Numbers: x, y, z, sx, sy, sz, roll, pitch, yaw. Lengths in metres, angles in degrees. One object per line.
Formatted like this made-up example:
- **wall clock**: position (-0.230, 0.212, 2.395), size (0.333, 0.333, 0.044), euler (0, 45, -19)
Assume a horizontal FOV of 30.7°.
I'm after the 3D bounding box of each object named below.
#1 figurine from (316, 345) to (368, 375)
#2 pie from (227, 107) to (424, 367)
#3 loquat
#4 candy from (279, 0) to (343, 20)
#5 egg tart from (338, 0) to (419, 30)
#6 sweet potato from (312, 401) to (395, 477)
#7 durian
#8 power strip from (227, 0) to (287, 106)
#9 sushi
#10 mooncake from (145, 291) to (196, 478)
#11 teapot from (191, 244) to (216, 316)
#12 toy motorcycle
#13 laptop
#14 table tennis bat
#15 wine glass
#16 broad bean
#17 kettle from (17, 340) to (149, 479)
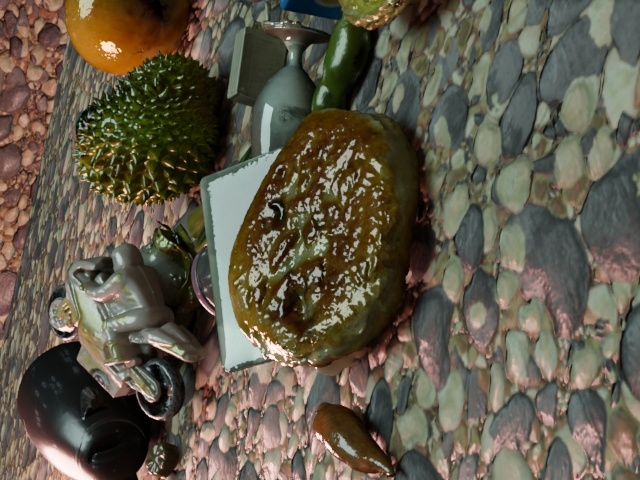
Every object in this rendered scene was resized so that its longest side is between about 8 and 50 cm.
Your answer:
- **figurine**: position (0.026, 0.119, 1.351), size (0.083, 0.047, 0.050), euler (-42, 27, 44)
- **pie**: position (0.000, 0.000, 1.331), size (0.315, 0.092, 0.315), euler (-26, 54, 42)
- **loquat**: position (-0.380, -0.452, 2.262), size (0.263, 0.263, 0.263), euler (-40, 44, 55)
- **candy**: position (0.036, -0.443, 1.491), size (0.306, 0.100, 0.157), euler (126, 143, -46)
- **egg tart**: position (0.090, -0.339, 1.339), size (0.212, 0.090, 0.212), euler (-29, 57, 57)
- **sweet potato**: position (0.034, 0.220, 1.271), size (0.195, 0.056, 0.056), euler (34, 111, 62)
- **durian**: position (-0.281, -0.178, 1.975), size (0.291, 0.224, 0.291), euler (-44, 8, 8)
- **power strip**: position (-0.091, -0.279, 1.749), size (0.042, 0.075, 0.175), euler (-17, 63, 63)
- **sushi**: position (-0.275, 0.114, 1.927), size (0.291, 0.131, 0.139), euler (-64, 26, 8)
- **mooncake**: position (-0.207, 0.215, 1.831), size (0.150, 0.057, 0.346), euler (9, 97, 43)
- **teapot**: position (-0.086, 0.033, 1.592), size (0.146, 0.148, 0.116), euler (-28, 91, 46)
- **toy motorcycle**: position (-0.305, 0.122, 1.818), size (0.341, 0.108, 0.223), euler (36, 114, 34)
- **laptop**: position (-0.067, 0.020, 1.486), size (0.188, 0.015, 0.269), euler (-19, 71, 33)
- **table tennis bat**: position (-0.144, -0.054, 1.762), size (0.198, 0.050, 0.321), euler (-63, 13, -19)
- **wine glass**: position (-0.042, -0.175, 1.555), size (0.103, 0.103, 0.222), euler (-178, 94, -66)
- **broad bean**: position (0.026, -0.213, 1.485), size (0.070, 0.048, 0.213), euler (28, 109, 59)
- **kettle**: position (-0.382, 0.346, 2.022), size (0.290, 0.207, 0.268), euler (32, 139, 57)
